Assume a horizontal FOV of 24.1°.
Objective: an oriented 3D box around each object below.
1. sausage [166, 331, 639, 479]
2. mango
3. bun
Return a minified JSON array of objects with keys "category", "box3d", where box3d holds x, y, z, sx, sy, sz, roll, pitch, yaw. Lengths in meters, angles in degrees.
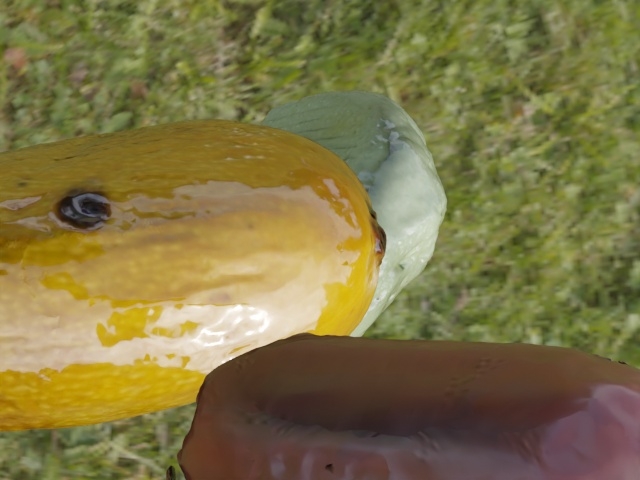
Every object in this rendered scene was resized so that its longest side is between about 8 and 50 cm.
[{"category":"sausage","box3d":[0.028,0.061,0.365,0.076,0.141,0.076,12,76,-61]},{"category":"mango","box3d":[-0.118,0.020,0.641,0.295,0.177,0.120,-9,100,-5]},{"category":"bun","box3d":[0.000,0.000,1.037,0.126,0.204,0.212,44,77,-30]}]
